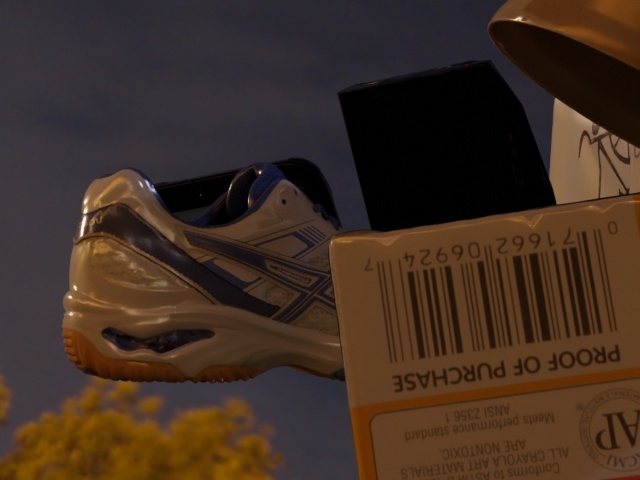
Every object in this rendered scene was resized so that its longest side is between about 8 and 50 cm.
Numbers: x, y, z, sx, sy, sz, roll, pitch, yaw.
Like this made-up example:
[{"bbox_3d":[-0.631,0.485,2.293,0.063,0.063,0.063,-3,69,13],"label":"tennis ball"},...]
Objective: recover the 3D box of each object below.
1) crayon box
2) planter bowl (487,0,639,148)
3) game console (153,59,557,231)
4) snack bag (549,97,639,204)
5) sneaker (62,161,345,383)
[{"bbox_3d":[0.126,0.146,0.536,0.203,0.322,0.083,-9,-12,6],"label":"crayon box"},{"bbox_3d":[0.177,-0.107,0.676,0.162,0.109,0.162,32,-1,1],"label":"planter bowl"},{"bbox_3d":[0.000,0.000,1.054,0.361,0.044,0.213,-10,-78,26],"label":"game console"},{"bbox_3d":[0.239,0.021,1.073,0.037,0.323,0.342,-1,11,-17],"label":"snack bag"},{"bbox_3d":[-0.006,0.019,0.851,0.297,0.130,0.112,3,-3,-31],"label":"sneaker"}]
